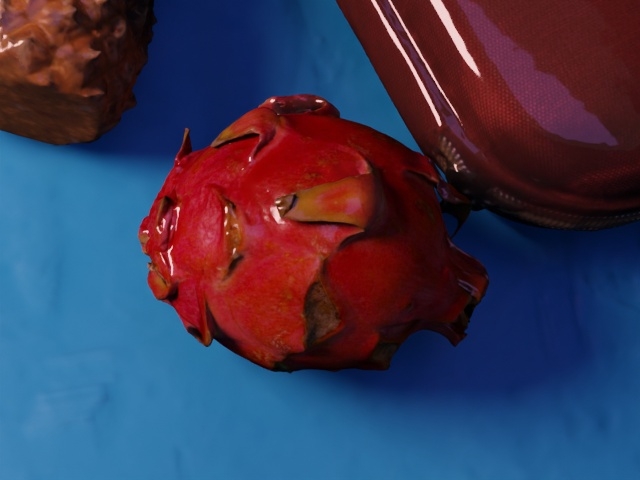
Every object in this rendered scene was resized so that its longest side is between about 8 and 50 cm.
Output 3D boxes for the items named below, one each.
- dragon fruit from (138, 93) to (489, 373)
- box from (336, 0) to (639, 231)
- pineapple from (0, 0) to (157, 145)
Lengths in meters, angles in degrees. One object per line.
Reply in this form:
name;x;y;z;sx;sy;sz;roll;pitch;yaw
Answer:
dragon fruit;0.000;0.000;0.738;0.166;0.133;0.136;19;59;-2
box;0.109;-0.200;0.848;0.263;0.108;0.404;-23;77;-19
pineapple;-0.108;-0.163;0.782;0.119;0.111;0.237;14;67;10
